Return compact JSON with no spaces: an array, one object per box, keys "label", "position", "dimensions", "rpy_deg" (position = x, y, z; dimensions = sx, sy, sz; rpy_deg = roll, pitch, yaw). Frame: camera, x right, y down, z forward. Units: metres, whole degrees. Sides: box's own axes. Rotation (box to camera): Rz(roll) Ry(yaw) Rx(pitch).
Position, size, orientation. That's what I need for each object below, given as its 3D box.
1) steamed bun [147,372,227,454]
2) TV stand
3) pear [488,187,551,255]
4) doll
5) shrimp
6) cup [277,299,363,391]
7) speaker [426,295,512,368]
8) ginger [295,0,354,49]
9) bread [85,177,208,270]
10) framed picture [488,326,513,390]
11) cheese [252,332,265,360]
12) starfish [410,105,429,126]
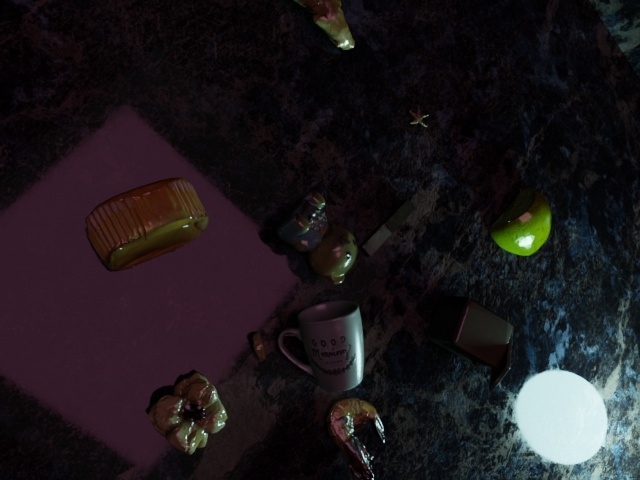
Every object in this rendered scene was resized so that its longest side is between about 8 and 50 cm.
[{"label":"steamed bun","position":[-0.343,0.472,1.199],"dimensions":[0.178,0.106,0.192],"rpy_deg":[-30,100,-23]},{"label":"TV stand","position":[0.231,-0.045,1.561],"dimensions":[0.256,0.040,0.049],"rpy_deg":[-45,106,-22]},{"label":"pear","position":[0.848,-0.049,1.818],"dimensions":[0.288,0.139,0.239],"rpy_deg":[-44,113,-21]},{"label":"doll","position":[0.000,0.000,1.378],"dimensions":[0.261,0.161,0.177],"rpy_deg":[42,48,-15]},{"label":"shrimp","position":[0.132,0.629,1.442],"dimensions":[0.178,0.075,0.289],"rpy_deg":[-30,85,-28]},{"label":"cup","position":[0.005,0.324,1.363],"dimensions":[0.258,0.186,0.233],"rpy_deg":[-8,98,3]},{"label":"speaker","position":[0.529,0.325,1.609],"dimensions":[0.231,0.153,0.192],"rpy_deg":[31,74,-20]},{"label":"ginger","position":[-0.034,-0.806,1.461],"dimensions":[0.363,0.122,0.347],"rpy_deg":[-8,80,-36]},{"label":"bread","position":[-0.444,-0.054,1.163],"dimensions":[0.288,0.204,0.156],"rpy_deg":[-28,80,-28]},{"label":"framed picture","position":[0.653,0.424,1.632],"dimensions":[0.015,0.150,0.203],"rpy_deg":[22,40,11]},{"label":"cheese","position":[-0.181,0.313,1.327],"dimensions":[0.030,0.044,0.083],"rpy_deg":[-14,94,-10]},{"label":"starfish","position":[0.365,-0.451,1.679],"dimensions":[0.092,0.016,0.086],"rpy_deg":[41,72,-20]}]
